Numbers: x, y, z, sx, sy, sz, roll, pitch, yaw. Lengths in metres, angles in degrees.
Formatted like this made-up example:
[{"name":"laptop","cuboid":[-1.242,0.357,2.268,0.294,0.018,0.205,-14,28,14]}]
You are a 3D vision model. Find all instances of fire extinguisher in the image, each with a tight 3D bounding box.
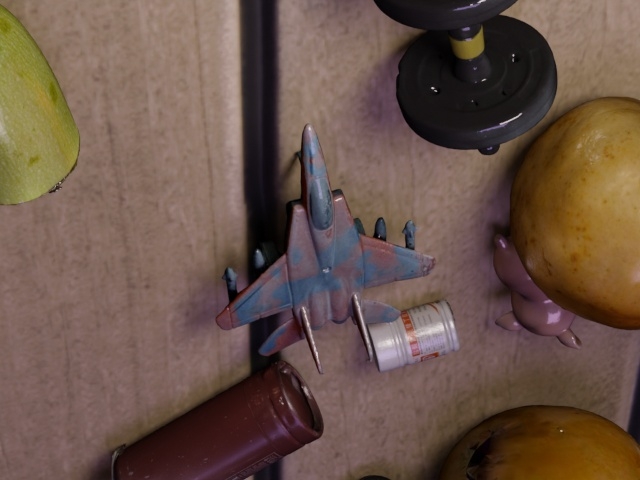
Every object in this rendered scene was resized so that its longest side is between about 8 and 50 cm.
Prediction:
[{"name":"fire extinguisher","cuboid":[-0.134,0.228,1.955,0.269,0.105,0.105,-30,138,13]}]

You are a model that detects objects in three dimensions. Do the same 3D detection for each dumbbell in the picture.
[{"name":"dumbbell","cuboid":[0.121,-0.184,1.569,0.143,0.143,0.325,-19,139,0]}]

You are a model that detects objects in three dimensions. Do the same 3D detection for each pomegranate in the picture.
[{"name":"pomegranate","cuboid":[0.288,-0.021,1.756,0.233,0.233,0.233,-11,138,-10]}]

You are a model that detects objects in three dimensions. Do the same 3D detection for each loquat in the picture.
[{"name":"loquat","cuboid":[0.254,0.311,2.079,0.263,0.263,0.263,-11,138,-10]}]

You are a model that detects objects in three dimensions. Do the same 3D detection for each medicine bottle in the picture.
[{"name":"medicine bottle","cuboid":[0.096,0.099,1.933,0.089,0.057,0.057,-15,139,-3]}]

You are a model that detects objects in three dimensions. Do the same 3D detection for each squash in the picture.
[{"name":"squash","cuboid":[-0.275,-0.129,1.507,0.123,0.123,0.187,-19,136,-1]}]

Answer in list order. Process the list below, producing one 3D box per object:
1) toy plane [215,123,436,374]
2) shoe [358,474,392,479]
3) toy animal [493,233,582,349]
[{"name":"toy plane","cuboid":[-0.002,-0.005,1.752,0.223,0.104,0.326,-15,135,-7]},{"name":"shoe","cuboid":[0.103,0.385,2.216,0.109,0.149,0.293,-27,107,2]},{"name":"toy animal","cuboid":[0.218,0.044,1.904,0.089,0.083,0.150,-35,123,-13]}]
